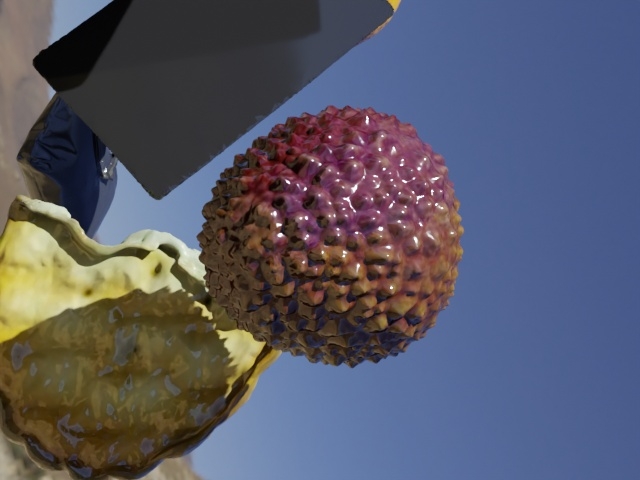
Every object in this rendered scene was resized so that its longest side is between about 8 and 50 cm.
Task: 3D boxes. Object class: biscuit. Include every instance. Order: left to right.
[{"bbox_3d":[-0.223,0.083,1.322,0.335,0.329,0.078,59,-8,3],"label":"biscuit"}]

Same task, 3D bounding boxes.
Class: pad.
[{"bbox_3d":[-0.084,-0.167,1.002,0.159,0.265,0.009,48,-15,8],"label":"pad"}]

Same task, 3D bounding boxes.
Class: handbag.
[{"bbox_3d":[-0.337,-0.094,1.670,0.254,0.089,0.211,84,15,-49],"label":"handbag"}]

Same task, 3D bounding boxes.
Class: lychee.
[{"bbox_3d":[0.000,0.000,1.125,0.271,0.271,0.271,167,-90,-76],"label":"lychee"}]

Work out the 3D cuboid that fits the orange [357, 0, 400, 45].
[{"bbox_3d":[-0.006,-0.321,1.437,0.193,0.219,0.219,-64,-154,11],"label":"orange"}]
